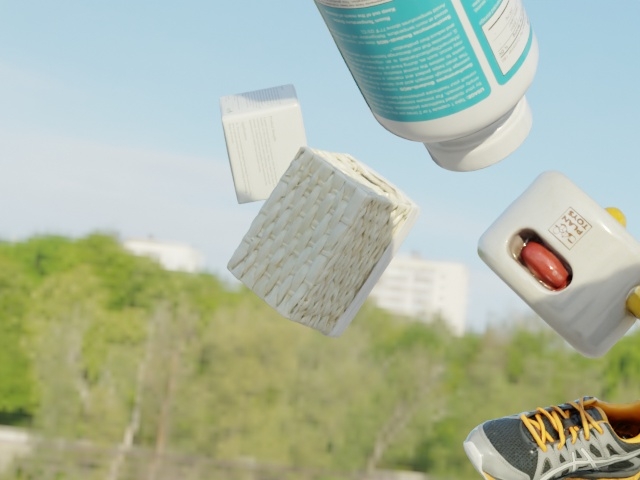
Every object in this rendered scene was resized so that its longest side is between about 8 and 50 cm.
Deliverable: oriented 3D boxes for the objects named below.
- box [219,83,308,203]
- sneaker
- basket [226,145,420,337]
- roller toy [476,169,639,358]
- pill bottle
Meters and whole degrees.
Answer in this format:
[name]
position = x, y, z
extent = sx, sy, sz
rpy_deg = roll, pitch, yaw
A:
[box]
position = -0.059, -0.106, 1.909
extent = 0.087, 0.101, 0.102
rpy_deg = -11, 19, -1
[sneaker]
position = 0.222, 0.179, 1.601
extent = 0.214, 0.084, 0.083
rpy_deg = 0, -45, -36
[basket]
position = 0.000, 0.000, 1.774
extent = 0.113, 0.167, 0.103
rpy_deg = 38, 12, 29
[roller toy]
position = 0.285, 0.022, 1.952
extent = 0.191, 0.146, 0.209
rpy_deg = 41, 6, -21
[pill bottle]
position = 0.079, -0.177, 1.359
extent = 0.146, 0.146, 0.264
rpy_deg = 1, -43, 34
